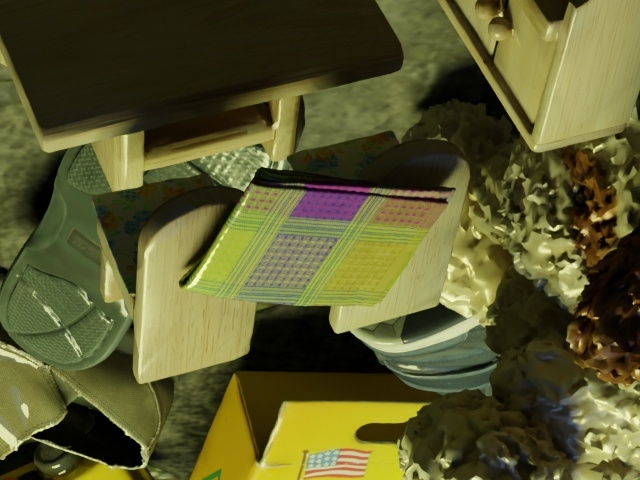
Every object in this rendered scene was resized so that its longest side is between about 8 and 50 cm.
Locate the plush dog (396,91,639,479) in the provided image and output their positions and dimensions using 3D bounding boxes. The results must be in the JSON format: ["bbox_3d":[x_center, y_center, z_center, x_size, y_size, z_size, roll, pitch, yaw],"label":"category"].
[{"bbox_3d":[0.146,0.007,0.814,0.210,0.262,0.225,5,142,-5],"label":"plush dog"}]

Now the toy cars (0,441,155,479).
[{"bbox_3d":[-0.113,0.233,1.314,0.393,0.087,0.176,9,124,-22],"label":"toy cars"}]

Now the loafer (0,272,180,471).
[{"bbox_3d":[-0.189,0.083,1.084,0.251,0.087,0.094,18,145,-35],"label":"loafer"}]

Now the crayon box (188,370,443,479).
[{"bbox_3d":[0.013,0.186,1.192,0.202,0.081,0.318,4,134,-23],"label":"crayon box"}]

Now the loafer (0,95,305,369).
[{"bbox_3d":[-0.088,-0.028,0.926,0.096,0.084,0.267,39,135,-9],"label":"loafer"}]

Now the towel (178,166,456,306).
[{"bbox_3d":[0.000,0.000,0.582,0.083,0.009,0.060,3,137,-34],"label":"towel"}]

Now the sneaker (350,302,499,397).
[{"bbox_3d":[0.130,0.023,1.026,0.226,0.086,0.163,-16,159,5],"label":"sneaker"}]

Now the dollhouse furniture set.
[{"bbox_3d":[0.004,-0.102,0.650,0.242,0.212,0.161,-15,144,-18],"label":"dollhouse furniture set"}]
